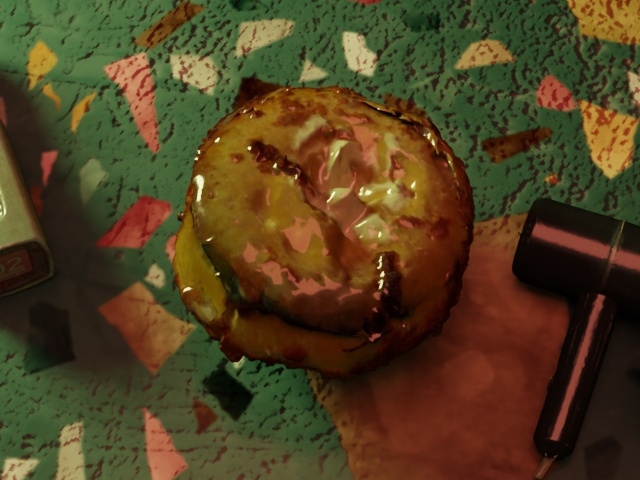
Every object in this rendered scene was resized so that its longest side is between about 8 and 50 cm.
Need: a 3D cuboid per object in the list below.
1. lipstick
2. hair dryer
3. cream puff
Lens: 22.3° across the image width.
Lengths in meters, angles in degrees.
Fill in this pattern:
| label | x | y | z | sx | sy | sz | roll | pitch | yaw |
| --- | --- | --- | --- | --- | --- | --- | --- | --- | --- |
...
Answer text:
| label | x | y | z | sx | sy | sz | roll | pitch | yaw |
| --- | --- | --- | --- | --- | --- | --- | --- | --- | --- |
| lipstick | -0.293 | -0.076 | 1.334 | 0.079 | 0.077 | 0.253 | -20 | 63 | -8 |
| hair dryer | 0.194 | 0.080 | 1.260 | 0.124 | 0.071 | 0.219 | 16 | 73 | 11 |
| cream puff | 0.001 | 0.001 | 1.245 | 0.240 | 0.164 | 0.240 | 7 | 57 | -11 |
